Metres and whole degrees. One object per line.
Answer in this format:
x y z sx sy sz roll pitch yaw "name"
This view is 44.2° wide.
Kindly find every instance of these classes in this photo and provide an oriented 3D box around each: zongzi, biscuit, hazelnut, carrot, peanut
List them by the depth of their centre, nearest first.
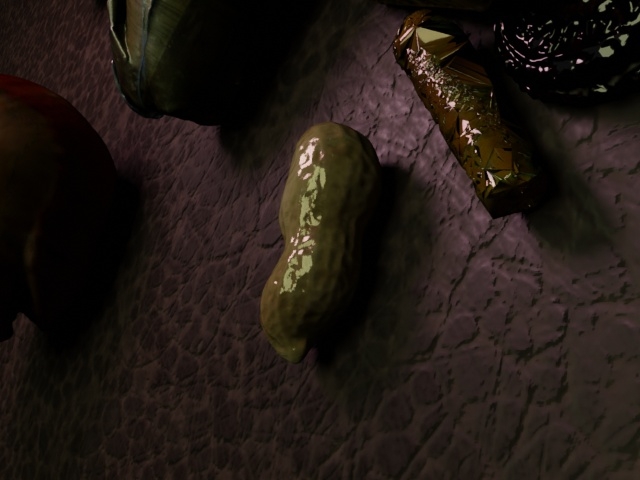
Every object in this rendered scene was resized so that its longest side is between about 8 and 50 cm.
0.204 -0.190 0.577 0.194 0.053 0.194 -29 50 42 "biscuit"
0.117 -0.108 0.637 0.069 0.069 0.228 -46 43 28 "carrot"
-0.001 0.000 0.720 0.104 0.086 0.227 -12 64 60 "peanut"
-0.214 -0.390 1.002 0.432 0.208 0.403 34 108 22 "zongzi"
-0.483 -0.040 1.182 0.359 0.359 0.409 15 88 55 "hazelnut"

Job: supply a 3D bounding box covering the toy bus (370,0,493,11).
0.083 -0.262 0.663 0.121 0.123 0.335 -60 22 8 "toy bus"
